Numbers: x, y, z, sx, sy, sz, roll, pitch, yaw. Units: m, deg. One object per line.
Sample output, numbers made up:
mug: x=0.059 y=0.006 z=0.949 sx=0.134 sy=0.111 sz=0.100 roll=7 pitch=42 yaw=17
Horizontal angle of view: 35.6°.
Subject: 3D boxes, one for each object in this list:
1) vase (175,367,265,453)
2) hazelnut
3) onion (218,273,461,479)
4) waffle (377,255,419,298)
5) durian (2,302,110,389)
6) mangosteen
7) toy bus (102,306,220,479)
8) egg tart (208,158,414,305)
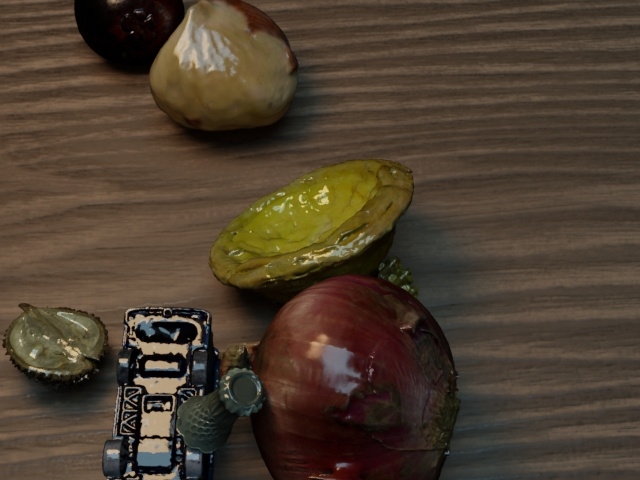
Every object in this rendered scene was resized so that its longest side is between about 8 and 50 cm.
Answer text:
vase: x=-0.124 y=0.214 z=1.280 sx=0.081 sy=0.148 sz=0.081 roll=13 pitch=59 yaw=-23
hazelnut: x=-0.174 y=-0.304 z=1.706 sx=0.261 sy=0.241 sz=0.261 roll=-2 pitch=57 yaw=4
onion: x=0.048 y=0.221 z=1.362 sx=0.353 sy=0.354 sz=0.354 roll=0 pitch=61 yaw=-1
waffle: x=0.064 y=0.106 z=1.586 sx=0.194 sy=0.051 sz=0.149 roll=-9 pitch=65 yaw=-4
durian: x=-0.409 y=0.163 z=1.529 sx=0.148 sy=0.091 sz=0.188 roll=-32 pitch=62 yaw=-31
mangosteen: x=-0.344 y=-0.414 z=1.794 sx=0.209 sy=0.210 sz=0.210 roll=0 pitch=61 yaw=-1
toy bus: x=-0.223 y=0.254 z=1.430 sx=0.138 sy=0.175 sz=0.288 roll=1 pitch=61 yaw=-1
egg tart: x=0.000 y=0.000 z=1.540 sx=0.345 sy=0.132 sz=0.345 roll=-24 pitch=21 yaw=10
